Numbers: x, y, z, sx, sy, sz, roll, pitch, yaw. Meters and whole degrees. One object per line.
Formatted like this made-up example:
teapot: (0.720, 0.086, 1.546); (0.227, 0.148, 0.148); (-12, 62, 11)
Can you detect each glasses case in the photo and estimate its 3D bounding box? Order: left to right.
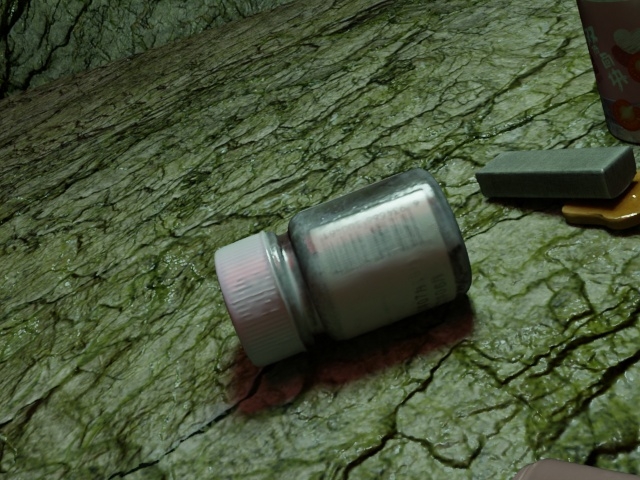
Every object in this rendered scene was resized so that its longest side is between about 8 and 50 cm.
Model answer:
glasses case: (0.309, -0.088, 0.981); (0.070, 0.047, 0.204); (-37, 23, -29)

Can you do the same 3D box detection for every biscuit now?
biscuit: (0.367, -0.051, 0.937); (0.118, 0.023, 0.140); (-22, 27, 9)

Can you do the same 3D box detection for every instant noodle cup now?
instant noodle cup: (0.486, -0.279, 1.034); (0.242, 0.231, 0.243); (-15, 29, 9)

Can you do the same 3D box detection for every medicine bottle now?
medicine bottle: (0.026, 0.033, 0.871); (0.273, 0.165, 0.165); (-21, 29, 1)

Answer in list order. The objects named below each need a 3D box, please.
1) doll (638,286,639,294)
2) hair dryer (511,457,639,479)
doll: (0.409, 0.029, 0.730); (0.161, 0.059, 0.160); (-32, 27, 3)
hair dryer: (0.159, 0.244, 0.379); (0.210, 0.126, 0.352); (2, 15, 36)
